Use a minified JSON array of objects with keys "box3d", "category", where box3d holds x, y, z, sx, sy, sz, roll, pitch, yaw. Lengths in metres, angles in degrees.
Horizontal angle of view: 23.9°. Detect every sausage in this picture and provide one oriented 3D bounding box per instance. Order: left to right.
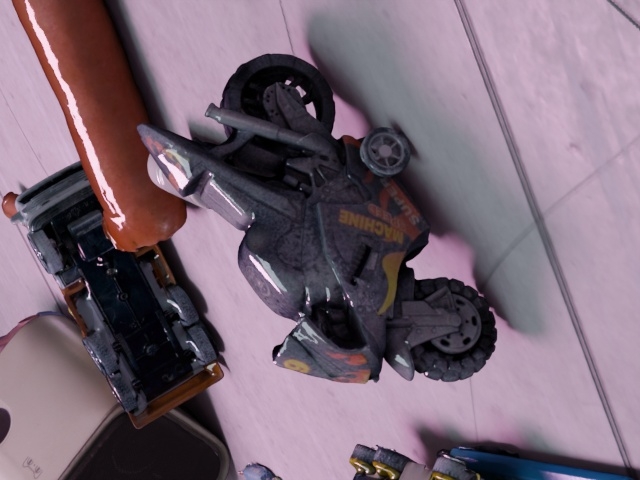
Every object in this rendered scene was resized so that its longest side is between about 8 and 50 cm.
[{"box3d":[-0.387,-0.019,2.072,0.177,0.047,0.040,35,165,42],"category":"sausage"},{"box3d":[-0.233,-0.175,1.508,0.094,0.094,0.419,-5,124,21],"category":"sausage"}]

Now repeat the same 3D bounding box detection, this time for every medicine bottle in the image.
[{"box3d":[-0.124,-0.067,1.471,0.089,0.057,0.057,23,140,52],"category":"medicine bottle"}]

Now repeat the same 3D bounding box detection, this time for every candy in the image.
[{"box3d":[-0.079,0.299,1.894,0.083,0.030,0.020,9,137,56],"category":"candy"}]

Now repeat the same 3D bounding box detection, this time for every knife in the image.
[{"box3d":[0.179,0.193,1.251,0.044,0.026,0.296,43,160,-19],"category":"knife"}]

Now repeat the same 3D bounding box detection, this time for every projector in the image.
[{"box3d":[-0.308,0.279,1.995,0.249,0.248,0.248,33,174,43],"category":"projector"}]

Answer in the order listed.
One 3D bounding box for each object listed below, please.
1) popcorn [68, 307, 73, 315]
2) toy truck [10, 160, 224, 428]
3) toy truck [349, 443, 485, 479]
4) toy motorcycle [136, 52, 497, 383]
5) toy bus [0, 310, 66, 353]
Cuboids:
[{"box3d":[-0.269,0.096,1.946,0.109,0.089,0.097,50,168,7],"category":"popcorn"},{"box3d":[-0.243,0.052,1.772,0.162,0.136,0.305,35,153,59],"category":"toy truck"},{"box3d":[0.106,0.273,1.353,0.157,0.124,0.272,30,166,-17],"category":"toy truck"},{"box3d":[0.000,0.000,1.164,0.307,0.173,0.108,53,158,6],"category":"toy motorcycle"},{"box3d":[-0.443,0.263,2.271,0.197,0.231,0.294,133,122,-68],"category":"toy bus"}]
